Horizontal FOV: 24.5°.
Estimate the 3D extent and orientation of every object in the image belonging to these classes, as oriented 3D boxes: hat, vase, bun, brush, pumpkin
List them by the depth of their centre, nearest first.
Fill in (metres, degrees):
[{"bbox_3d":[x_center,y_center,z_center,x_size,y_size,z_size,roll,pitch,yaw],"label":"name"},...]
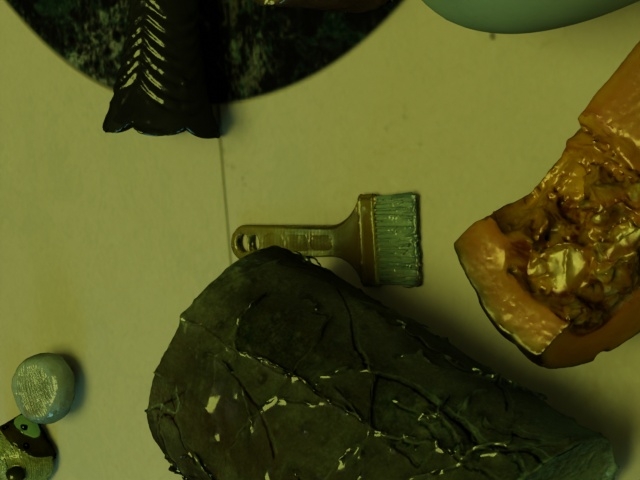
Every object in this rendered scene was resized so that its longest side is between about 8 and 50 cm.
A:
[{"bbox_3d":[0.219,-0.027,1.060,0.248,0.126,0.131,-45,59,15],"label":"pumpkin"},{"bbox_3d":[0.000,0.000,1.309,0.218,0.010,0.082,0,97,40],"label":"brush"},{"bbox_3d":[-0.141,-0.214,1.344,0.115,0.115,0.237,6,95,39],"label":"vase"},{"bbox_3d":[-0.288,0.155,1.553,0.083,0.045,0.083,5,98,37],"label":"bun"},{"bbox_3d":[-0.330,0.235,1.594,0.077,0.059,0.076,53,130,16],"label":"hat"}]

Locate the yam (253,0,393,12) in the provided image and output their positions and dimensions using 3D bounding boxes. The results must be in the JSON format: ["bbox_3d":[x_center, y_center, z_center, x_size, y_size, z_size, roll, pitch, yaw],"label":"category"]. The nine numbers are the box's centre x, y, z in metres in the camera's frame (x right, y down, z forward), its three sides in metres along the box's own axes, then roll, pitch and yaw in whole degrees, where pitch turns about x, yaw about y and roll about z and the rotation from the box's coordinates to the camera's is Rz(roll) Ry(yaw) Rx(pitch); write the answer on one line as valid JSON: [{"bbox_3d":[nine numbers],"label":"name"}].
[{"bbox_3d":[-0.002,-0.224,1.204,0.084,0.127,0.084,9,104,43],"label":"yam"}]

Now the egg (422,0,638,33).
[{"bbox_3d":[0.190,-0.274,0.967,0.371,0.230,0.230,-41,70,43],"label":"egg"}]

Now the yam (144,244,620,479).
[{"bbox_3d":[0.033,0.164,1.169,0.348,0.241,0.241,34,117,36],"label":"yam"}]
